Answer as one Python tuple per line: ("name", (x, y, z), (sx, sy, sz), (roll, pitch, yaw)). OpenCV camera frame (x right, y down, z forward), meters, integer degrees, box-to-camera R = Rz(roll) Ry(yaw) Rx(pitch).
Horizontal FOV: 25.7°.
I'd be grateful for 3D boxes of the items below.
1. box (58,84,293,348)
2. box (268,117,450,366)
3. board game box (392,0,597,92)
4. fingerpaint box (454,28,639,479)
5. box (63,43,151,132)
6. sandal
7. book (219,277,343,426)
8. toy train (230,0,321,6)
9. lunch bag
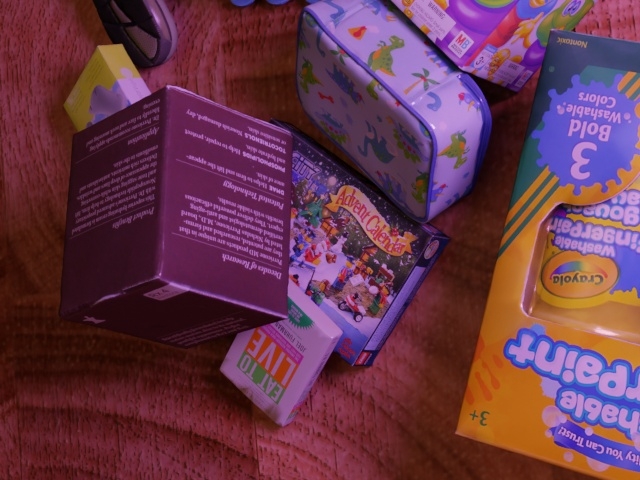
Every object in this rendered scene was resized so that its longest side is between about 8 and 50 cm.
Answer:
("box", (-0.143, -0.018, 1.406), (0.168, 0.167, 0.203), (-19, 62, 43))
("box", (0.000, 0.000, 1.463), (0.233, 0.044, 0.159), (37, 105, 27))
("board game box", (0.205, -0.295, 1.315), (0.275, 0.144, 0.142), (-50, 65, 18))
("fingerpaint box", (0.375, 0.045, 1.175), (0.444, 0.163, 0.371), (15, 93, 30))
("box", (-0.219, -0.120, 1.584), (0.178, 0.042, 0.109), (58, 133, 21))
("sandal", (-0.232, -0.343, 1.609), (0.120, 0.086, 0.303), (-22, 92, 54))
("book", (-0.040, 0.113, 1.454), (0.096, 0.035, 0.144), (43, 130, 20))
("toy train", (-0.052, -0.311, 1.504), (0.184, 0.080, 0.105), (4, 82, 30))
("lunch bag", (0.066, -0.133, 1.371), (0.090, 0.176, 0.219), (-32, 61, -22))
